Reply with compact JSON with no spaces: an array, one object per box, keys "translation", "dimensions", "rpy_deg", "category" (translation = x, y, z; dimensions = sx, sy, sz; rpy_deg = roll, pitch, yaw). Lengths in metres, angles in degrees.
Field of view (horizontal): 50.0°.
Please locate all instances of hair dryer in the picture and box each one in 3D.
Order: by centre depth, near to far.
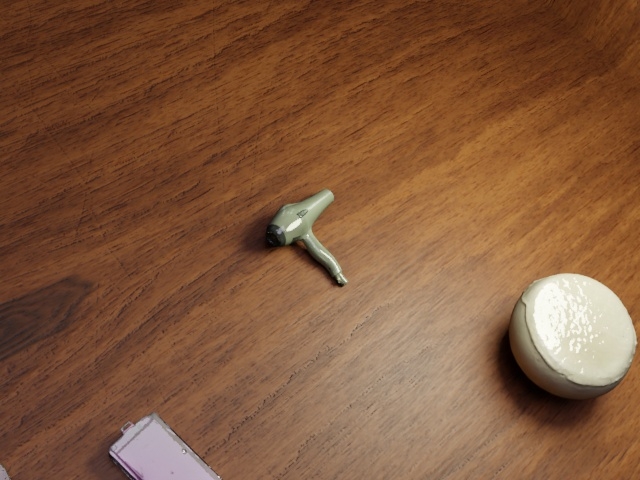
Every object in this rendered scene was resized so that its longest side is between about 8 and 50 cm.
[{"translation":[-0.001,-0.029,1.609],"dimensions":[0.225,0.088,0.219],"rpy_deg":[33,50,-12],"category":"hair dryer"}]

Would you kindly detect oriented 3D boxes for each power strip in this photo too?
[{"translation":[-0.259,0.435,1.247],"dimensions":[0.279,0.037,0.109],"rpy_deg":[41,56,10],"category":"power strip"}]

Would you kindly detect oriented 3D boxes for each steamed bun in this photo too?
[{"translation":[0.554,0.224,1.550],"dimensions":[0.283,0.177,0.283],"rpy_deg":[5,62,-9],"category":"steamed bun"}]

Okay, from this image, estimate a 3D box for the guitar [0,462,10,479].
[{"translation":[-0.644,0.452,1.113],"dimensions":[0.271,0.038,0.084],"rpy_deg":[-23,67,-31],"category":"guitar"}]
